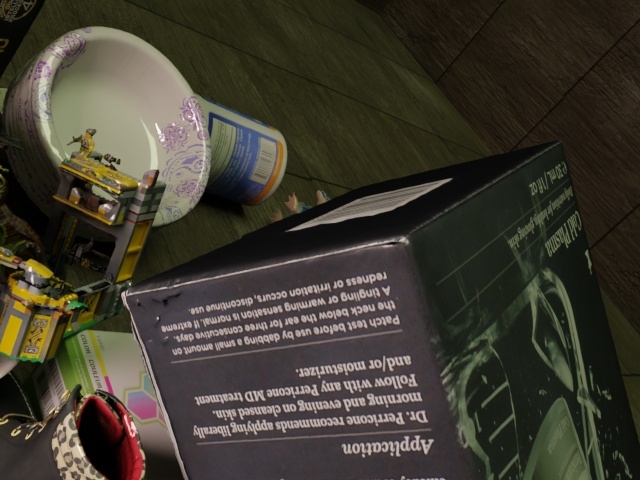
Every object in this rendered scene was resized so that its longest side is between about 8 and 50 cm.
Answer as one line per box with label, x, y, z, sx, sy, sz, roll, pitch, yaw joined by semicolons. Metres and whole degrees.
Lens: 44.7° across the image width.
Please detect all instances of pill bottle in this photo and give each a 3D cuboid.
pill bottle;-0.202;-0.163;1.326;0.272;0.152;0.152;18;34;-40

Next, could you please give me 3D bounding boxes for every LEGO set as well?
LEGO set;-0.321;-0.040;0.794;0.331;0.192;0.255;26;12;18

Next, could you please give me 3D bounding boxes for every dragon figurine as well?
dragon figurine;0.000;0.000;1.431;0.144;0.085;0.289;18;33;-40

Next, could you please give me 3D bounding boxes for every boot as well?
boot;-0.247;0.172;0.702;0.085;0.178;0.236;11;40;-48

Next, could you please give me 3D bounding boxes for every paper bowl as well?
paper bowl;-0.302;-0.137;1.078;0.284;0.148;0.284;23;59;-46

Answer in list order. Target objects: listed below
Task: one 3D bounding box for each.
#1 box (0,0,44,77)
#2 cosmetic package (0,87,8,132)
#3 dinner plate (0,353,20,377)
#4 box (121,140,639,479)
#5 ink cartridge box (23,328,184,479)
box;-0.481;-0.329;0.909;0.318;0.395;0.097;46;24;8
cosmetic package;-0.445;-0.190;1.153;0.060;0.041;0.115;52;27;19
dinner plate;-0.352;0.113;0.731;0.141;0.017;0.141;-5;20;2
box;0.119;0.183;0.811;0.480;0.297;0.472;-28;104;-57
ink cartridge box;-0.170;0.204;0.859;0.255;0.097;0.189;12;38;-46
